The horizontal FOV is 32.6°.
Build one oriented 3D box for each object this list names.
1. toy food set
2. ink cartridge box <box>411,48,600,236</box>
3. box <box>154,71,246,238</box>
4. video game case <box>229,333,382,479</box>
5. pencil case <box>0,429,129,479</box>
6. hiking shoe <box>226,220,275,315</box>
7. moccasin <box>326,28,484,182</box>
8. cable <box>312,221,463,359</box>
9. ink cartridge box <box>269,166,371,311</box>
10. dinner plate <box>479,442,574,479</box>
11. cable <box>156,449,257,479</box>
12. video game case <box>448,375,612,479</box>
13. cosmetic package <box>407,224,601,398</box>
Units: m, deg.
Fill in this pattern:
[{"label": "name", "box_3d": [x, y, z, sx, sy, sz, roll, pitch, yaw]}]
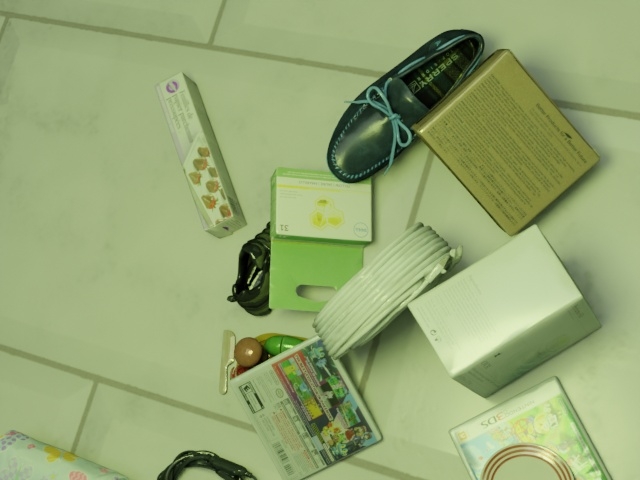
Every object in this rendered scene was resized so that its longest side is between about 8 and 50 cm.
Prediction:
[{"label": "toy food set", "box_3d": [-0.092, 0.216, 1.861, 0.218, 0.071, 0.128, 5, 77, 23]}, {"label": "ink cartridge box", "box_3d": [0.294, -0.157, 1.749, 0.193, 0.088, 0.234, -41, 100, 5]}, {"label": "box", "box_3d": [-0.223, -0.159, 2.023, 0.063, 0.067, 0.324, -26, 68, 12]}, {"label": "video game case", "box_3d": [-0.025, 0.278, 1.803, 0.183, 0.023, 0.201, -28, 91, 12]}, {"label": "pencil case", "box_3d": [-0.464, 0.431, 1.922, 0.273, 0.113, 0.124, 17, 101, 24]}, {"label": "hiking shoe", "box_3d": [-0.083, 0.019, 1.890, 0.086, 0.114, 0.227, 20, 83, 24]}, {"label": "moccasin", "box_3d": [0.137, -0.240, 1.836, 0.138, 0.117, 0.342, 41, 84, -9]}, {"label": "cable", "box_3d": [0.097, 0.081, 1.721, 0.257, 0.257, 0.089, -39, 83, -6]}, {"label": "ink cartridge box", "box_3d": [0.000, 0.000, 1.852, 0.171, 0.056, 0.235, 5, 72, -14]}, {"label": "dinner plate", "box_3d": [0.311, 0.371, 1.645, 0.141, 0.017, 0.141, -3, 52, 5]}, {"label": "cable", "box_3d": [-0.198, 0.438, 1.860, 0.184, 0.047, 0.150, 15, 86, 21]}, {"label": "video game case", "box_3d": [0.328, 0.346, 1.689, 0.193, 0.023, 0.212, -30, 67, 11]}, {"label": "cosmetic package", "box_3d": [0.286, 0.115, 1.660, 0.225, 0.224, 0.138, -35, 65, 9]}]
